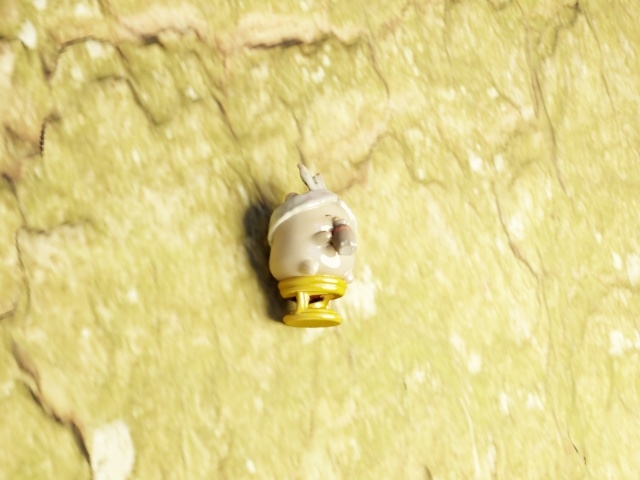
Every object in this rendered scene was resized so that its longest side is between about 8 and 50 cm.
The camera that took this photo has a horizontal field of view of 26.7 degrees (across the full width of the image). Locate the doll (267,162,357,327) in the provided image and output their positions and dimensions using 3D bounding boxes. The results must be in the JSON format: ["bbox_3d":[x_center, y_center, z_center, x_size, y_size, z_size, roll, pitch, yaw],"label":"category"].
[{"bbox_3d":[0.000,0.000,1.032,0.073,0.084,0.127,8,75,-33],"label":"doll"}]
